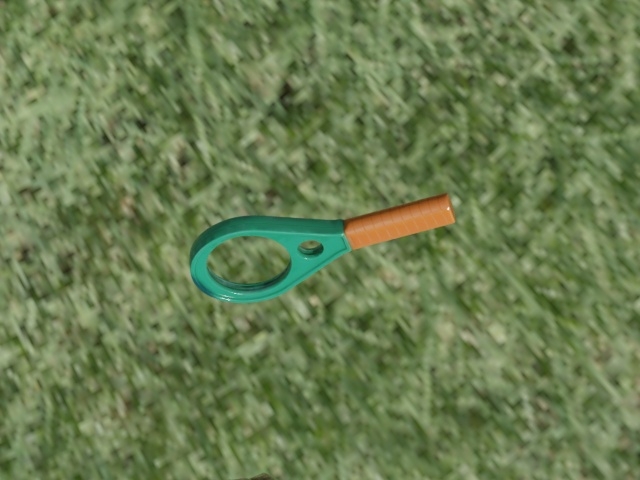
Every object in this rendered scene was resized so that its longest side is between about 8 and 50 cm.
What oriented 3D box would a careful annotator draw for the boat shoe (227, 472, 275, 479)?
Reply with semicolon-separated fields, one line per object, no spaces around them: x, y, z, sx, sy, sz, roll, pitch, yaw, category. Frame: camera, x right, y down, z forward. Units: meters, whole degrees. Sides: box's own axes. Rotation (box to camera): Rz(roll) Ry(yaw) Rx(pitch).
-0.036;0.234;1.462;0.073;0.207;0.073;-14;105;-22;boat shoe

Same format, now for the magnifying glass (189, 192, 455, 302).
0.000;0.000;1.666;0.231;0.026;0.092;-13;136;11;magnifying glass
